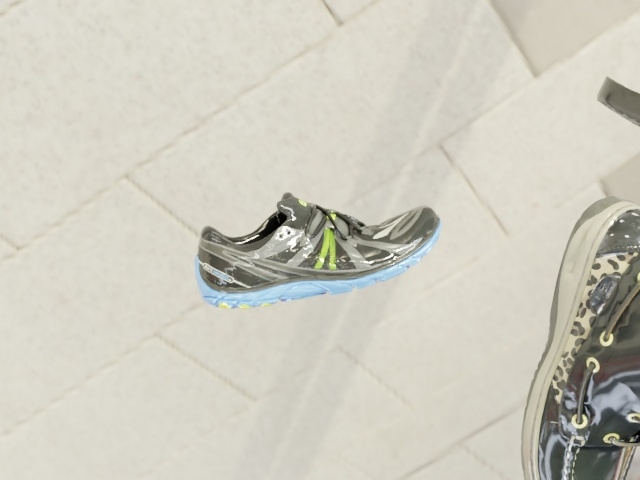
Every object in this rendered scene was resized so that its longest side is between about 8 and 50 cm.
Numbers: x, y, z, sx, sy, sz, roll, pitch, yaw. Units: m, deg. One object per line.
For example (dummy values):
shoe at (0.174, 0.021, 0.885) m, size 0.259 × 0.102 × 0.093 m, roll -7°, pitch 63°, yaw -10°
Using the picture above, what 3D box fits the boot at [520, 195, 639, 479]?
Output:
boot at (0.224, 0.106, 0.881) m, size 0.085 × 0.178 × 0.236 m, roll -8°, pitch 112°, yaw -42°

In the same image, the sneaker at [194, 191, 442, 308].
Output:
sneaker at (0.000, 0.000, 1.033) m, size 0.188 × 0.078 × 0.067 m, roll -11°, pitch -174°, yaw -8°

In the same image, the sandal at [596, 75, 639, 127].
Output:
sandal at (0.171, -0.034, 0.446) m, size 0.067 × 0.179 × 0.040 m, roll 10°, pitch 97°, yaw -48°
